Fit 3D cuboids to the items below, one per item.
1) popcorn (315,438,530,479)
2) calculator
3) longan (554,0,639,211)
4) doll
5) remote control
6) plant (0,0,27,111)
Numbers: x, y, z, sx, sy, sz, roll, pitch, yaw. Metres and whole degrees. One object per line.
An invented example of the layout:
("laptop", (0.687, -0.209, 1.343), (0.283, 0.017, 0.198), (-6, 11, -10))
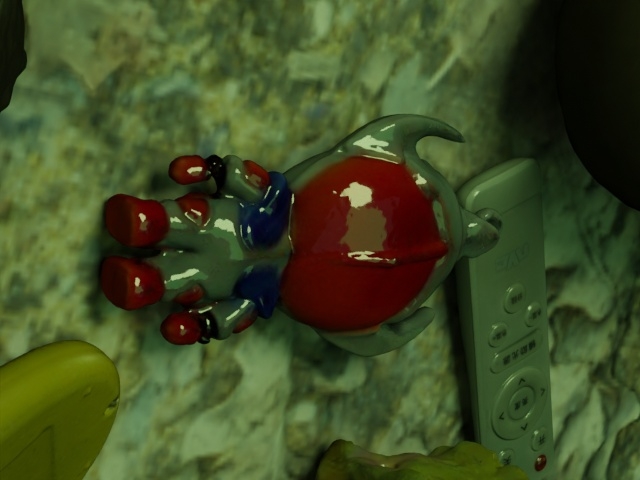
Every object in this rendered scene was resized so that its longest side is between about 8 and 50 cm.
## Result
("popcorn", (0.040, 0.152, 0.874), (0.145, 0.126, 0.126), (-27, 116, -3))
("calculator", (-0.160, 0.122, 0.704), (0.235, 0.032, 0.146), (-43, 162, -25))
("longan", (0.205, -0.089, 0.895), (0.212, 0.198, 0.198), (9, 99, -27))
("doll", (0.000, 0.001, 0.832), (0.194, 0.062, 0.104), (-5, 90, -32))
("remote control", (0.087, 0.045, 0.946), (0.050, 0.027, 0.184), (-26, 125, -30))
("plant", (-0.180, -0.037, 0.553), (0.276, 0.199, 0.188), (112, -5, -46))
